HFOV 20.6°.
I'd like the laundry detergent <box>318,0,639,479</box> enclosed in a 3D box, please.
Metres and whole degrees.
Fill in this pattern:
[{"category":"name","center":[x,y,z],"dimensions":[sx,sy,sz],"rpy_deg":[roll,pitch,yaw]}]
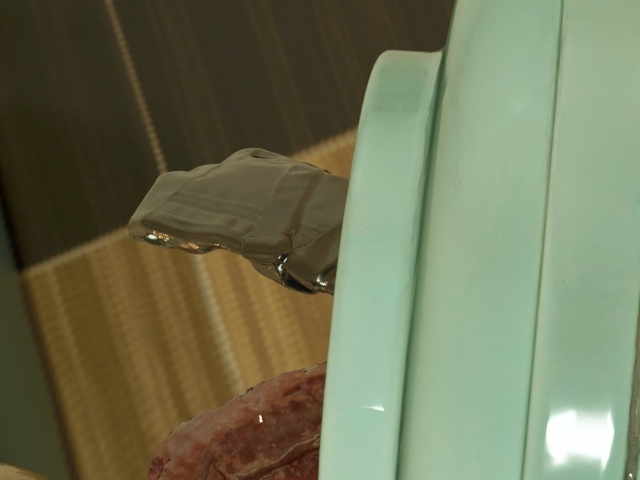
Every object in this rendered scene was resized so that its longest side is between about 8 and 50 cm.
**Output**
[{"category":"laundry detergent","center":[0.161,0.045,0.508],"dimensions":[0.305,0.287,0.287],"rpy_deg":[5,82,6]}]

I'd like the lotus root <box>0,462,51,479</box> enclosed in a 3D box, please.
[{"category":"lotus root","center":[-0.219,0.216,0.698],"dimensions":[0.151,0.342,0.169],"rpy_deg":[8,123,53]}]

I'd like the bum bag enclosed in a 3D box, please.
[{"category":"bum bag","center":[0.000,0.000,0.838],"dimensions":[0.197,0.087,0.049],"rpy_deg":[18,132,34]}]

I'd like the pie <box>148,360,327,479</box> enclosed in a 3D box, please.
[{"category":"pie","center":[0.016,0.152,0.717],"dimensions":[0.054,0.204,0.219],"rpy_deg":[9,103,60]}]
